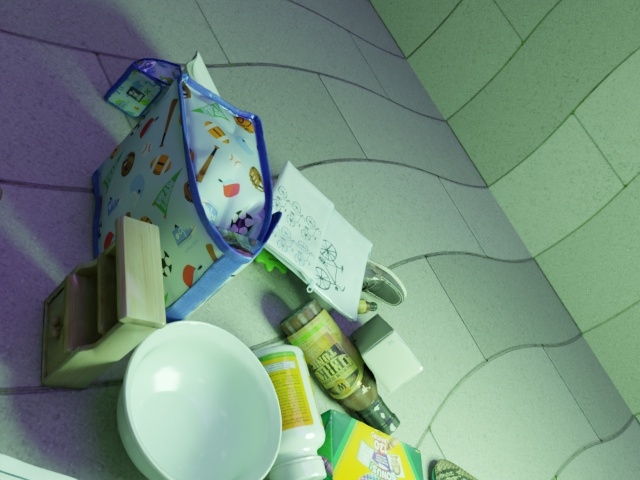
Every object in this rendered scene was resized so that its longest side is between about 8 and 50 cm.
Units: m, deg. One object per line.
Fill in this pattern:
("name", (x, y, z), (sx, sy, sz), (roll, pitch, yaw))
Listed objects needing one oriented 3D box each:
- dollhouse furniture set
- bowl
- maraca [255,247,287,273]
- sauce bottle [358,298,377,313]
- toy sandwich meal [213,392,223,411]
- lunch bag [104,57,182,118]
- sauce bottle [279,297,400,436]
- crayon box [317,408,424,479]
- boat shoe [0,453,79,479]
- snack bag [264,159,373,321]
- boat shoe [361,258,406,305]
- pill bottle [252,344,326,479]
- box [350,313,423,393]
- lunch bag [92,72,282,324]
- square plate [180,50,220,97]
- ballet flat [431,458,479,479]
("dollhouse furniture set", (-0.451, 0.065, 0.836), (0.394, 0.256, 0.362), (20, 44, -41))
("bowl", (-0.219, 0.291, 1.023), (0.298, 0.134, 0.297), (32, 38, -29))
("maraca", (-0.116, -0.008, 1.482), (0.127, 0.099, 0.185), (7, 60, -33))
("sauce bottle", (0.103, 0.175, 1.634), (0.128, 0.042, 0.042), (10, 51, -50))
("toy sandwich meal", (-0.178, 0.299, 1.164), (0.086, 0.029, 0.085), (32, 37, -29))
("lunch bag", (-0.402, -0.351, 1.426), (0.151, 0.129, 0.096), (2, 58, -53))
("sauce bottle", (0.050, 0.291, 1.384), (0.344, 0.111, 0.111), (51, 32, 1))
("crayon box", (0.097, 0.483, 1.283), (0.278, 0.081, 0.165), (33, 37, -28))
("boat shoe", (-0.416, 0.326, 0.777), (0.258, 0.095, 0.084), (29, 35, -31))
("snack bag", (0.000, 0.000, 1.494), (0.342, 0.037, 0.323), (43, 34, -19))
("boat shoe", (0.109, 0.095, 1.670), (0.285, 0.103, 0.092), (40, 39, -11))
("pill bottle", (-0.070, 0.334, 1.165), (0.136, 0.136, 0.245), (15, 48, -44))
("box", (0.147, 0.255, 1.436), (0.113, 0.094, 0.275), (53, -1, 0))
("lunch bag", (-0.248, -0.039, 1.134), (0.239, 0.328, 0.385), (22, 41, -38))
("square plate", (-0.237, -0.253, 1.427), (0.347, 0.049, 0.344), (-108, 175, -67))
("ballet flat", (0.396, 0.700, 1.354), (0.164, 0.182, 0.482), (22, 43, -38))
